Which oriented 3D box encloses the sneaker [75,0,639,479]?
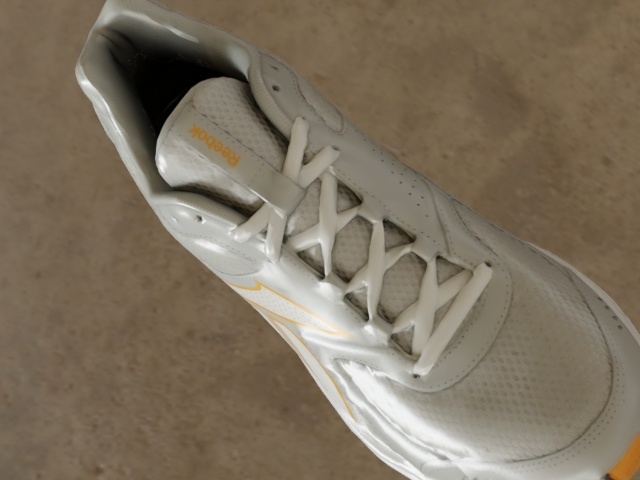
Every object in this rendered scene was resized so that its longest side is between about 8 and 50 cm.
[{"bbox_3d":[0.000,0.000,0.487,0.262,0.121,0.099,36,88,33],"label":"sneaker"}]
